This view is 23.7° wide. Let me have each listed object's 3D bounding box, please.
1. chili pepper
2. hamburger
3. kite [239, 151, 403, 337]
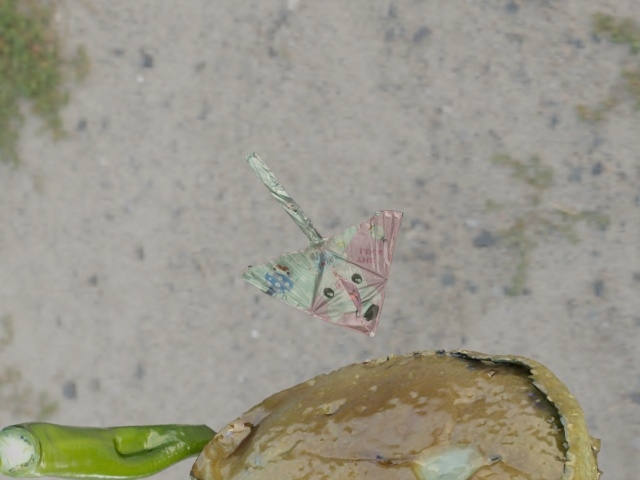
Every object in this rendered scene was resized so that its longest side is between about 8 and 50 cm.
[{"bbox_3d":[-0.161,0.156,1.140,0.052,0.202,0.050,37,109,35],"label":"chili pepper"},{"bbox_3d":[0.076,0.215,1.100,0.318,0.277,0.195,34,149,53],"label":"hamburger"},{"bbox_3d":[0.000,0.000,1.034,0.152,0.137,0.005,62,149,13],"label":"kite"}]
